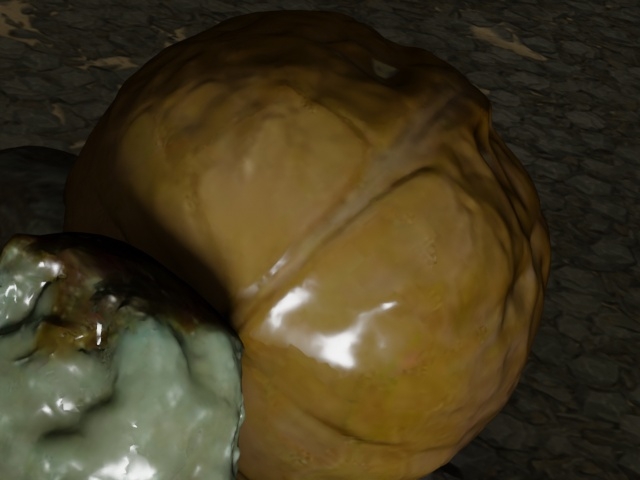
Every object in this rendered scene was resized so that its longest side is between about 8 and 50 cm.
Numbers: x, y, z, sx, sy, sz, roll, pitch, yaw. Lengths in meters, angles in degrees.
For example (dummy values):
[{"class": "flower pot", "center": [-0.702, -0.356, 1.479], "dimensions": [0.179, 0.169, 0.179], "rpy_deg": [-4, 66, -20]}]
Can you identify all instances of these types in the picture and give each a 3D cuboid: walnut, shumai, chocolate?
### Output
[{"class": "walnut", "center": [0.000, 0.000, 1.157], "dimensions": [0.354, 0.308, 0.398], "rpy_deg": [51, 20, -8]}, {"class": "shumai", "center": [-0.164, 0.134, 0.922], "dimensions": [0.309, 0.263, 0.304], "rpy_deg": [23, 29, 14]}, {"class": "chocolate", "center": [-0.202, -0.018, 1.345], "dimensions": [0.254, 0.080, 0.157], "rpy_deg": [31, 33, 26]}]
